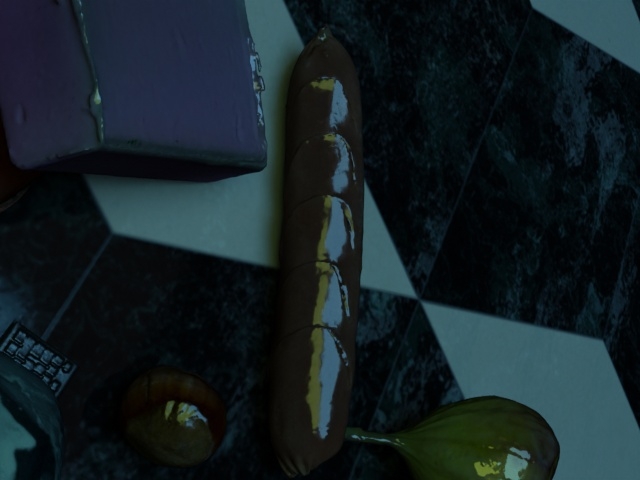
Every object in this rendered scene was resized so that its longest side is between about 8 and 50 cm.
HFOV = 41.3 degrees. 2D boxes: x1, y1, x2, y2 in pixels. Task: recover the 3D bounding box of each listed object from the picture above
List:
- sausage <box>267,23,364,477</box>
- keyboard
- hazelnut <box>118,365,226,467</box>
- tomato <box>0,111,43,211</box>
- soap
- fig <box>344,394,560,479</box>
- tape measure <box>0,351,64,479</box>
[{"bbox_3d":[0.000,0.000,0.799,0.088,0.088,0.433,15,72,-39],"label":"sausage"},{"bbox_3d":[-0.245,0.154,0.594,0.063,0.010,0.198,43,56,-24],"label":"keyboard"},{"bbox_3d":[-0.113,0.138,0.675,0.086,0.086,0.086,10,74,-40],"label":"hazelnut"},{"bbox_3d":[-0.257,-0.130,0.598,0.225,0.085,0.225,13,70,-38],"label":"tomato"},{"bbox_3d":[-0.134,-0.138,0.637,0.259,0.081,0.181,-9,88,-69],"label":"soap"},{"bbox_3d":[0.130,0.219,0.824,0.231,0.143,0.160,21,98,-38],"label":"fig"},{"bbox_3d":[-0.248,0.166,0.416,0.147,0.256,0.275,34,43,-24],"label":"tape measure"}]
